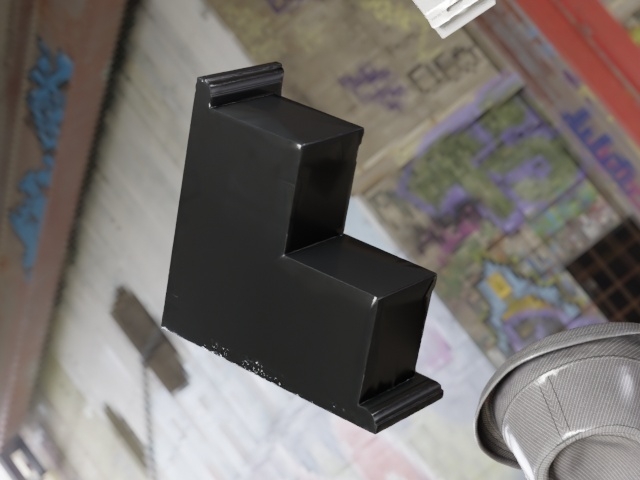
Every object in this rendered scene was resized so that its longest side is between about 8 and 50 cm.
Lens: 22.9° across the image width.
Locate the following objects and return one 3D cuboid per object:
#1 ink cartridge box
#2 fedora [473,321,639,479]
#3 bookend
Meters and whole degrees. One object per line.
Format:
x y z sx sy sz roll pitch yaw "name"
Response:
0.180 -0.357 2.196 0.092 0.090 0.143 -34 23 19 "ink cartridge box"
0.283 0.199 1.560 0.244 0.124 0.275 -28 -41 16 "fedora"
0.000 0.000 0.884 0.072 0.156 0.157 -20 -54 -51 "bookend"
